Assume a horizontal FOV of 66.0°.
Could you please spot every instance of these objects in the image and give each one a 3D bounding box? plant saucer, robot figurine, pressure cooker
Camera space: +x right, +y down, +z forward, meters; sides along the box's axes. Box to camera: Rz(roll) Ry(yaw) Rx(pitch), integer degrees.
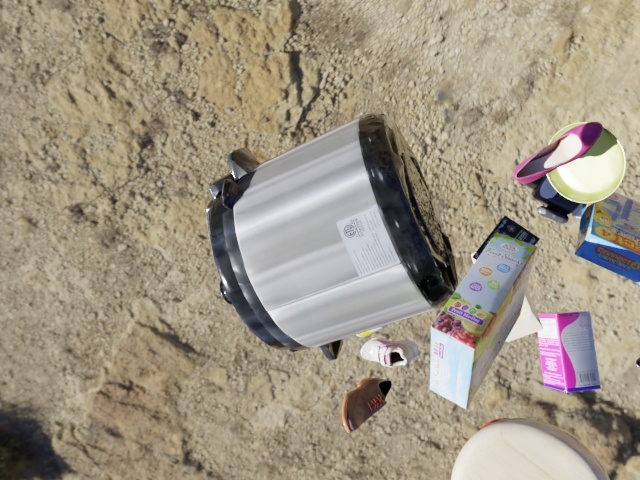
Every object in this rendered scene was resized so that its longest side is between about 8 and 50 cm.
[{"bbox_3d":[0.785,-0.231,1.459,0.241,0.037,0.240,36,135,46],"label":"plant saucer"},{"bbox_3d":[0.878,-0.192,1.774,0.278,0.173,0.209,28,129,13],"label":"robot figurine"},{"bbox_3d":[-0.002,0.000,0.911,0.421,0.369,0.375,-22,148,19],"label":"pressure cooker"}]

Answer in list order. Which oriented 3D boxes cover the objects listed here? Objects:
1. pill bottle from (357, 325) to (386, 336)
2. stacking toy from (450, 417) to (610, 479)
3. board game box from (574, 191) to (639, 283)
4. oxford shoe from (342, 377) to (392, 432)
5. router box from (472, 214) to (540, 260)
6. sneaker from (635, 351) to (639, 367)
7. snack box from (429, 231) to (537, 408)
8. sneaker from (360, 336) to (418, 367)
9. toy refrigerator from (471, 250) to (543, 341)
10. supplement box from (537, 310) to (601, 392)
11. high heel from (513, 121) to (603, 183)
[{"bbox_3d":[0.199,0.291,1.888,0.118,0.117,0.208,34,148,-6],"label":"pill bottle"},{"bbox_3d":[0.236,0.272,0.585,0.141,0.330,0.141,-5,74,17],"label":"stacking toy"},{"bbox_3d":[0.939,-0.003,1.464,0.308,0.302,0.086,26,133,13],"label":"board game box"},{"bbox_3d":[0.149,0.509,1.561,0.099,0.271,0.096,-18,98,29],"label":"oxford shoe"},{"bbox_3d":[0.418,0.018,1.115,0.092,0.038,0.122,38,101,16],"label":"router box"},{"bbox_3d":[0.792,0.336,1.137,0.130,0.227,0.087,16,169,11],"label":"sneaker"},{"bbox_3d":[0.242,0.119,0.741,0.070,0.207,0.174,25,145,31],"label":"snack box"},{"bbox_3d":[0.278,0.475,2.077,0.253,0.111,0.102,-9,100,30],"label":"sneaker"},{"bbox_3d":[0.510,0.136,1.361,0.102,0.269,0.094,-29,128,23],"label":"toy refrigerator"},{"bbox_3d":[0.722,0.319,1.444,0.111,0.114,0.219,-2,84,-9],"label":"supplement box"},{"bbox_3d":[0.637,-0.237,1.330,0.244,0.117,0.082,-31,83,34],"label":"high heel"}]
